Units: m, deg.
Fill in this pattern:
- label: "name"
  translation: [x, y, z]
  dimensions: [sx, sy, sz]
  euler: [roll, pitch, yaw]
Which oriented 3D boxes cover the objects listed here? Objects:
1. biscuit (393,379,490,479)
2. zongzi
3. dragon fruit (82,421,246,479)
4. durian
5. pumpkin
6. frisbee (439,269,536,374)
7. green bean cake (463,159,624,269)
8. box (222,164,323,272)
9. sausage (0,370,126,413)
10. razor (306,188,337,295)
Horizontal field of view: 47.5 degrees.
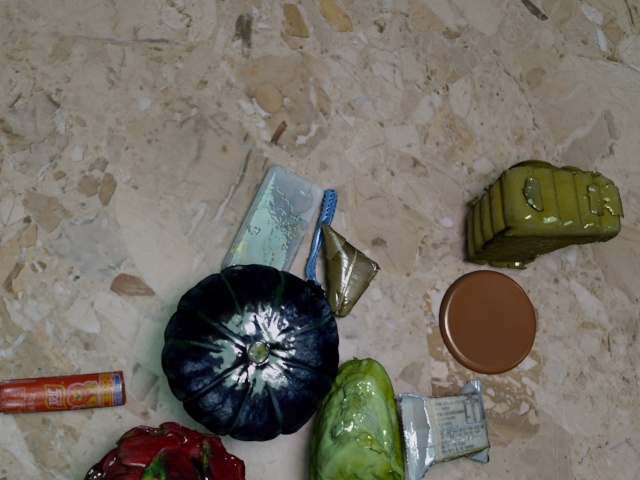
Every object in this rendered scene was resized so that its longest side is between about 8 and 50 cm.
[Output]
- label: "biscuit"
  translation: [0.277, 0.405, 1.566]
  dimensions: [0.309, 0.079, 0.186]
  euler: [7, 71, -51]
- label: "zongzi"
  translation: [0.029, 0.070, 1.635]
  dimensions: [0.176, 0.078, 0.160]
  euler: [40, 70, -17]
- label: "dragon fruit"
  translation: [-0.284, 0.499, 1.364]
  dimensions: [0.329, 0.329, 0.330]
  euler: [3, 77, -12]
- label: "durian"
  translation: [0.082, 0.412, 1.499]
  dimensions: [0.204, 0.256, 0.340]
  euler: [9, 45, 1]
- label: "pumpkin"
  translation: [-0.136, 0.227, 1.481]
  dimensions: [0.363, 0.266, 0.364]
  euler: [3, 79, -15]
- label: "frisbee"
  translation: [0.402, 0.192, 1.732]
  dimensions: [0.250, 0.021, 0.251]
  euler: [3, 78, -13]
- label: "green bean cake"
  translation: [0.497, -0.063, 1.666]
  dimensions: [0.284, 0.310, 0.202]
  euler: [5, 69, -15]
- label: "box"
  translation: [-0.106, -0.024, 1.657]
  dimensions: [0.142, 0.044, 0.285]
  euler: [27, 74, -10]
- label: "sausage"
  translation: [-0.536, 0.309, 1.474]
  dimensions: [0.273, 0.074, 0.074]
  euler: [-2, 78, -12]
- label: "razor"
  translation: [0.000, 0.000, 1.674]
  dimensions: [0.082, 0.042, 0.253]
  euler: [30, 66, -49]
